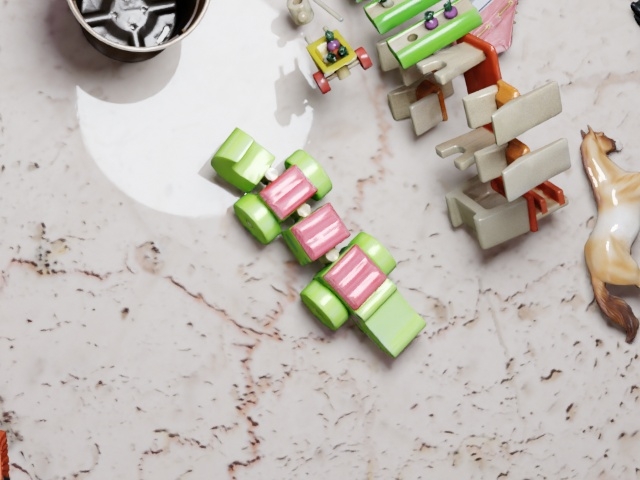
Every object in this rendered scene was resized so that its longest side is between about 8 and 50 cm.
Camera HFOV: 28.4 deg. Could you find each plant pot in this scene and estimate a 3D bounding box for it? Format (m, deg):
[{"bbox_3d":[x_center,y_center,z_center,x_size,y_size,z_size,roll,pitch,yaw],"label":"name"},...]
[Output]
[{"bbox_3d":[-0.220,-0.285,1.477,0.167,0.165,0.167,1,86,-13],"label":"plant pot"}]

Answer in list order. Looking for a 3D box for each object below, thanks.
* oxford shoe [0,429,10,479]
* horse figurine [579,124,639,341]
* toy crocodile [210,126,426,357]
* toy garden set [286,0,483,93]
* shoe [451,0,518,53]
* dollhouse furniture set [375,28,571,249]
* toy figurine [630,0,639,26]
[{"bbox_3d":[-0.416,0.176,1.439,0.098,0.097,0.271,-5,87,-7],"label":"oxford shoe"},{"bbox_3d":[0.404,-0.006,1.646,0.174,0.066,0.263,15,80,-17],"label":"horse figurine"},{"bbox_3d":[0.000,0.000,1.536,0.115,0.105,0.340,-40,95,-12],"label":"toy crocodile"},{"bbox_3d":[0.048,-0.297,1.523,0.203,0.049,0.244,-30,52,0],"label":"toy garden set"},{"bbox_3d":[0.228,-0.299,1.634,0.178,0.063,0.081,-43,118,-23],"label":"shoe"},{"bbox_3d":[0.209,-0.133,1.533,0.135,0.262,0.259,-27,126,-15],"label":"dollhouse furniture set"},{"bbox_3d":[0.523,-0.279,1.616,0.148,0.213,0.209,-37,94,2],"label":"toy figurine"}]
